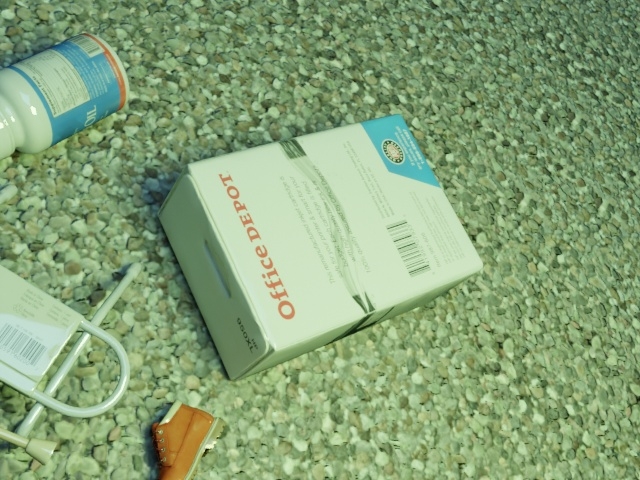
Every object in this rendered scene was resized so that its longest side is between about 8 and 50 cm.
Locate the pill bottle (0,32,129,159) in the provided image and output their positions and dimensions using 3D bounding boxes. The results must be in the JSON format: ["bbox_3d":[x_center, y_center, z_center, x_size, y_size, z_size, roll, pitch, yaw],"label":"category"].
[{"bbox_3d":[-0.390,-0.196,1.172,0.221,0.124,0.124,-38,86,-34],"label":"pill bottle"}]

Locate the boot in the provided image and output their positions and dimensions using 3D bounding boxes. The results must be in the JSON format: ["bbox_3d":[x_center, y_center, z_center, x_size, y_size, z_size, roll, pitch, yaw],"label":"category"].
[{"bbox_3d":[-0.195,0.280,1.079,0.085,0.059,0.158,33,47,-5],"label":"boot"}]

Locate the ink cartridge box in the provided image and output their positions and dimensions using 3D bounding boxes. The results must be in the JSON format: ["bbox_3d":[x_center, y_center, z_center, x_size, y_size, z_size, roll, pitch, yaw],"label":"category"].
[{"bbox_3d":[0.000,0.000,1.246,0.395,0.166,0.285,-18,74,-33],"label":"ink cartridge box"}]

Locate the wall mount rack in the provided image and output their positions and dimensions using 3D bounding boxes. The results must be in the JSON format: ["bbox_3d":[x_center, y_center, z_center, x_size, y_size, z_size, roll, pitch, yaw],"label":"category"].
[{"bbox_3d":[-0.383,0.073,1.047,0.350,0.130,0.304,34,59,-9],"label":"wall mount rack"}]

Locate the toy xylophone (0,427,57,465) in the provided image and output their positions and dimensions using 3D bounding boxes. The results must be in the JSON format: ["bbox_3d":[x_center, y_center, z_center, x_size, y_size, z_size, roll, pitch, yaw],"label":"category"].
[{"bbox_3d":[-0.425,0.294,0.887,0.323,0.081,0.236,22,84,-16],"label":"toy xylophone"}]
